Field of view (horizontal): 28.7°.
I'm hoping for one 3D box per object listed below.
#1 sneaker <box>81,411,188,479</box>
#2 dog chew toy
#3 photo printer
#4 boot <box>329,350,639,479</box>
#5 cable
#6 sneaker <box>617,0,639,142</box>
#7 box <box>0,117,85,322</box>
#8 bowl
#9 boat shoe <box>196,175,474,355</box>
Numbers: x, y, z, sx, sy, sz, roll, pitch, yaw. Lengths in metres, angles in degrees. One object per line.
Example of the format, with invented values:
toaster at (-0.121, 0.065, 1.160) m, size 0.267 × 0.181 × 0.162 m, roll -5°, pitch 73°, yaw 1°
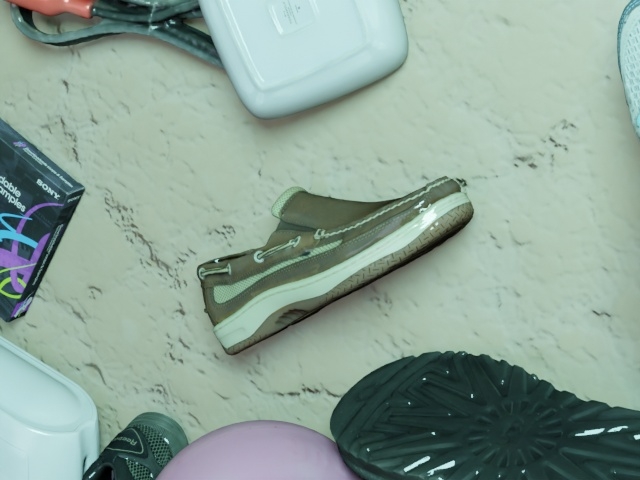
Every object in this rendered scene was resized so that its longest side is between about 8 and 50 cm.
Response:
sneaker at (-0.162, 0.282, 1.120) m, size 0.087 × 0.130 × 0.227 m, roll 2°, pitch 110°, yaw 29°
dog chew toy at (-0.028, 0.262, 0.924) m, size 0.207 × 0.332 × 0.206 m, roll -2°, pitch 101°, yaw -12°
photo printer at (-0.353, 0.201, 1.206) m, size 0.307 × 0.107 × 0.256 m, roll 28°, pitch 118°, yaw 17°
boot at (0.171, 0.240, 0.931) m, size 0.348 × 0.131 × 0.260 m, roll 15°, pitch 133°, yaw 43°
cable at (-0.157, -0.184, 0.992) m, size 0.287 × 0.072 × 0.139 m, roll 32°, pitch 114°, yaw 16°
sneaker at (0.243, -0.024, 0.737) m, size 0.110 × 0.122 × 0.283 m, roll -26°, pitch 83°, yaw 42°
box at (-0.292, -0.020, 1.146) m, size 0.116 × 0.029 × 0.162 m, roll 38°, pitch 119°, yaw 12°
bowl at (-0.018, -0.168, 0.913) m, size 0.142 × 0.053 × 0.142 m, roll -21°, pitch 95°, yaw 11°
boat shoe at (-0.004, 0.002, 0.965) m, size 0.257 × 0.095 × 0.095 m, roll -30°, pitch 85°, yaw 32°
